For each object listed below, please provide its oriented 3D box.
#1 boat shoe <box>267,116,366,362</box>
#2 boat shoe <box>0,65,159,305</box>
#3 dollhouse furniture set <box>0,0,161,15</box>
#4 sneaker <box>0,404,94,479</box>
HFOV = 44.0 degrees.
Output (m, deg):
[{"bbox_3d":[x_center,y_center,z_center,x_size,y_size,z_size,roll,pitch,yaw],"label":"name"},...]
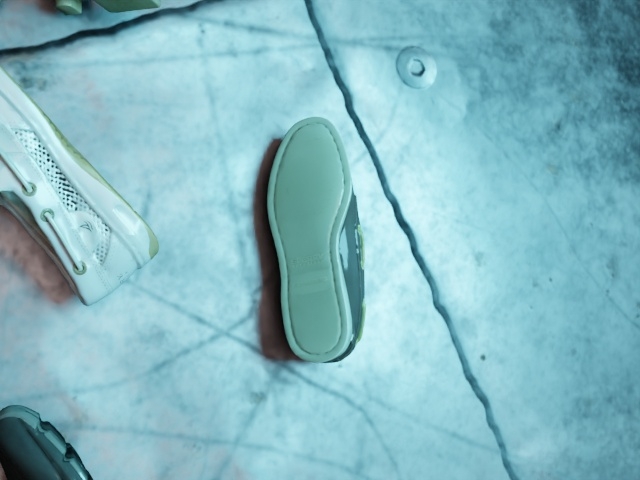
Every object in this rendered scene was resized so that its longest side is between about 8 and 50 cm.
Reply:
[{"bbox_3d":[0.000,0.000,0.741,0.081,0.069,0.227,-5,79,18],"label":"boat shoe"},{"bbox_3d":[-0.256,-0.060,0.631,0.277,0.098,0.096,47,70,-11],"label":"boat shoe"},{"bbox_3d":[-0.228,-0.268,0.643,0.151,0.144,0.123,-2,82,15],"label":"dollhouse furniture set"},{"bbox_3d":[-0.198,0.256,0.615,0.106,0.101,0.267,-29,94,-19],"label":"sneaker"}]
